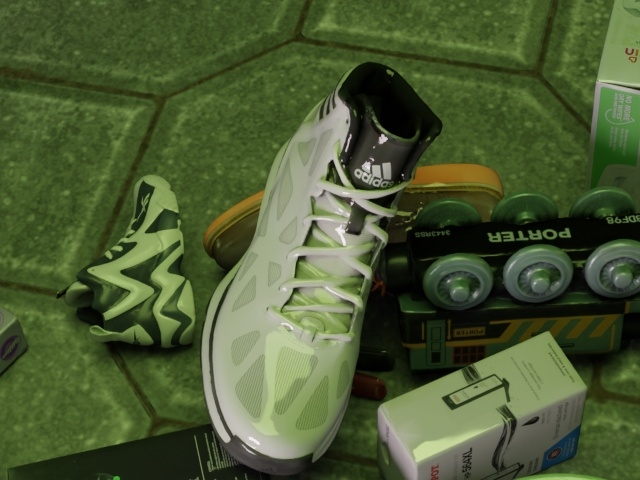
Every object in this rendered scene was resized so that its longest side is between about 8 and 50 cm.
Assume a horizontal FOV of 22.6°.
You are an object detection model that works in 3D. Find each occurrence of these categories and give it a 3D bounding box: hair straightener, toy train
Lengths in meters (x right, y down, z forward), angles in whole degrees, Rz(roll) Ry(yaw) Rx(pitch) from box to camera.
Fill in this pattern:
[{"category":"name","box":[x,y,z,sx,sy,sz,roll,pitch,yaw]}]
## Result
[{"category":"hair straightener","box":[-0.025,0.119,1.833,0.230,0.047,0.089,9,53,16]},{"category":"toy train","box":[0.230,0.050,1.773,0.333,0.190,0.142,-4,40,-2]}]

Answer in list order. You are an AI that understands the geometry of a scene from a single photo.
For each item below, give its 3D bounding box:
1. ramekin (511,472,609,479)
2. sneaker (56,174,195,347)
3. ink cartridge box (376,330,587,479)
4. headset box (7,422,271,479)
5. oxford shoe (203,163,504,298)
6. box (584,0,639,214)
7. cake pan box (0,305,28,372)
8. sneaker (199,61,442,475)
[{"category":"ramekin","box":[0.235,0.391,1.533,0.303,0.148,0.303,-1,52,2]},{"category":"sneaker","box":[-0.237,0.026,1.877,0.153,0.094,0.235,-6,62,-12]},{"category":"ink cartridge box","box":[0.168,0.201,1.685,0.203,0.148,0.086,-23,56,-13]},{"category":"headset box","box":[-0.173,0.336,1.610,0.283,0.131,0.246,-13,53,-6]},{"category":"oxford shoe","box":[0.047,0.001,1.865,0.363,0.130,0.133,-9,58,-4]},{"category":"box","box":[0.394,-0.169,1.889,0.126,0.262,0.231,11,54,12]},{"category":"cake pan box","box":[-0.508,0.128,1.832,0.245,0.070,0.267,32,60,22]},{"category":"sneaker","box":[-0.001,-0.001,1.627,0.169,0.257,0.448,17,56,-7]}]
